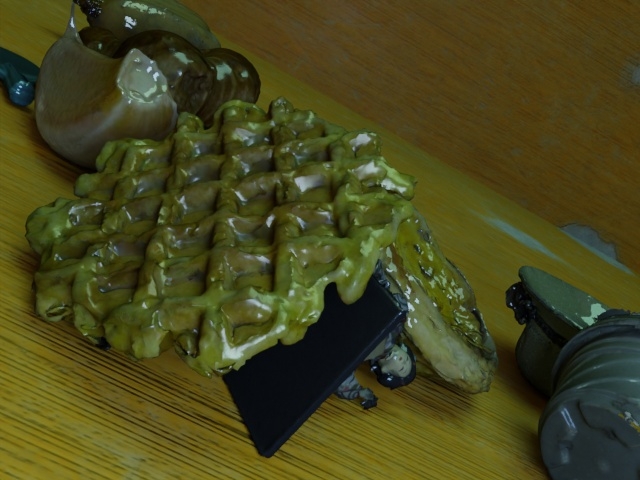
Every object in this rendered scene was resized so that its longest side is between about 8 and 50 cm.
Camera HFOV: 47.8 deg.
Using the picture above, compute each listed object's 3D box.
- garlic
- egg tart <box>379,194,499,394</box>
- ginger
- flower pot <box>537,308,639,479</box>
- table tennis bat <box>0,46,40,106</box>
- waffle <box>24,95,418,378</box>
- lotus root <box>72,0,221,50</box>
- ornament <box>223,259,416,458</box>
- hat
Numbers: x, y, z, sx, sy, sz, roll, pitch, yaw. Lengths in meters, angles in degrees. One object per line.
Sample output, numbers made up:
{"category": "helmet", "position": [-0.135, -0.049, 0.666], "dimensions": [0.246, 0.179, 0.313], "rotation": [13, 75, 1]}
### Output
{"category": "garlic", "position": [-0.257, -0.170, 0.849], "dimensions": [0.145, 0.164, 0.245], "rotation": [-8, 33, -39]}
{"category": "egg tart", "position": [0.091, 0.057, 0.825], "dimensions": [0.291, 0.107, 0.290], "rotation": [47, 20, -23]}
{"category": "ginger", "position": [-0.236, -0.248, 1.163], "dimensions": [0.274, 0.152, 0.357], "rotation": [16, 8, 26]}
{"category": "flower pot", "position": [0.316, 0.199, 0.731], "dimensions": [0.141, 0.235, 0.235], "rotation": [-20, 49, -42]}
{"category": "table tennis bat", "position": [-0.422, -0.230, 0.968], "dimensions": [0.124, 0.033, 0.201], "rotation": [12, 22, -43]}
{"category": "waffle", "position": [-0.089, -0.020, 0.589], "dimensions": [0.325, 0.068, 0.302], "rotation": [21, 49, 38]}
{"category": "lotus root", "position": [-0.346, -0.413, 1.435], "dimensions": [0.343, 0.151, 0.169], "rotation": [11, 38, -47]}
{"category": "ornament", "position": [0.037, 0.103, 0.640], "dimensions": [0.196, 0.166, 0.153], "rotation": [36, 10, -42]}
{"category": "hat", "position": [0.349, 0.157, 0.999], "dimensions": [0.257, 0.130, 0.257], "rotation": [28, 16, -9]}
